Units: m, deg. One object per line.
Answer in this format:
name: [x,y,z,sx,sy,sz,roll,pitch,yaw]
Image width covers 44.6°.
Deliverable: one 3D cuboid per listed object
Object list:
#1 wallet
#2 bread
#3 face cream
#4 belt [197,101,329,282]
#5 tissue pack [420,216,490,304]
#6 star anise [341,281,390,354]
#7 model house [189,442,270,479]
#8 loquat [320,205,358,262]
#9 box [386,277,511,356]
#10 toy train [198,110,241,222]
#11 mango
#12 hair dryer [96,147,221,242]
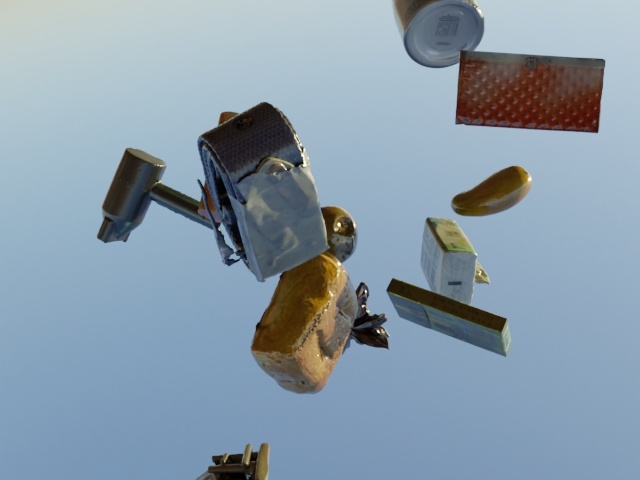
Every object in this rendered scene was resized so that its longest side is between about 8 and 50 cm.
wallet: [0.285,-0.204,1.071,0.196,0.103,0.020,5,-174,6]
bread: [-0.012,0.213,1.934,0.147,0.328,0.337,15,-115,27]
face cream: [0.250,-0.479,1.666,0.177,0.177,0.153,-15,-131,5]
belt: [-0.081,-0.052,0.962,0.126,0.231,0.140,-29,-128,-16]
tissue pack: [0.361,0.054,2.082,0.145,0.159,0.229,1,-157,-7]
star anise: [0.107,0.257,2.401,0.282,0.212,0.129,-25,-168,38]
model house: [-0.186,0.501,1.536,0.188,0.123,0.229,-9,-167,1]
loquat: [0.000,0.000,2.090,0.227,0.179,0.179,-31,-173,47]
box: [0.206,0.123,1.246,0.193,0.121,0.030,18,-109,24]
toy train: [-0.186,-0.154,1.769,0.116,0.177,0.286,-3,-110,46]
mango: [0.456,-0.124,2.090,0.227,0.099,0.136,-22,-158,21]
hair dryer: [-0.408,-0.066,2.001,0.302,0.244,0.116,25,-168,5]
